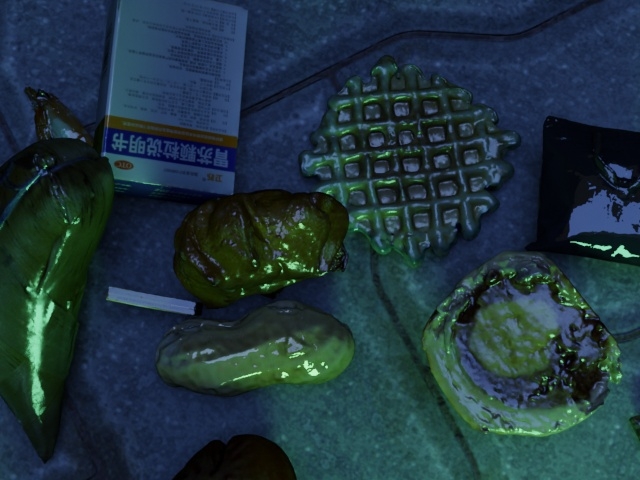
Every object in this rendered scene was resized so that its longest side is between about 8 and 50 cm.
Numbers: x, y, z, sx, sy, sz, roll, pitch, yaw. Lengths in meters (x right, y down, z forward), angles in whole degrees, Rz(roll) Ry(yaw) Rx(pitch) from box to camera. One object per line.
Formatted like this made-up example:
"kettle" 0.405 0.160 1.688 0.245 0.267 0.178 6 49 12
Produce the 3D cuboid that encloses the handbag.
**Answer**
"handbag" 0.434 -0.067 1.566 0.254 0.088 0.211 9 80 5

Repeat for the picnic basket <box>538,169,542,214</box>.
"picnic basket" 0.409 -0.053 1.647 0.164 0.079 0.115 4 78 1

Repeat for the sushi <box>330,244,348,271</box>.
"sushi" 0.003 -0.003 1.650 0.118 0.060 0.061 41 87 8

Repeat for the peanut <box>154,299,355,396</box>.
"peanut" -0.095 0.158 1.586 0.290 0.130 0.130 -10 79 -2

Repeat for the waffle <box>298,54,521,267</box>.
"waffle" 0.133 -0.122 1.673 0.309 0.056 0.292 34 81 7

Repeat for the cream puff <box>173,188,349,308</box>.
"cream puff" -0.100 0.003 1.558 0.241 0.269 0.155 -3 74 -29

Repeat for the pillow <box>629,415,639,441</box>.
"pillow" 0.537 0.337 1.594 0.113 0.038 0.203 -18 80 -6

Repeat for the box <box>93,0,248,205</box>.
"box" -0.226 -0.213 1.638 0.200 0.106 0.299 8 80 -20

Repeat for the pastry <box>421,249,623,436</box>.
"pastry" 0.286 0.148 1.574 0.237 0.170 0.256 -38 90 15

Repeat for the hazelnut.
"hazelnut" -0.132 0.365 1.527 0.204 0.178 0.178 -15 79 9

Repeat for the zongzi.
"zongzi" -0.375 0.076 1.531 0.356 0.174 0.393 -33 83 32

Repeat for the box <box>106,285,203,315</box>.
"box" -0.243 0.091 1.617 0.133 0.090 0.023 10 84 2

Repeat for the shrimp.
"shrimp" -0.406 -0.166 1.692 0.091 0.043 0.184 -29 81 -2
